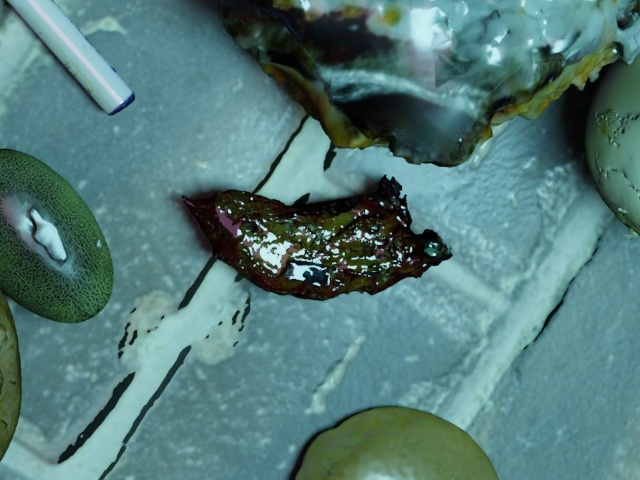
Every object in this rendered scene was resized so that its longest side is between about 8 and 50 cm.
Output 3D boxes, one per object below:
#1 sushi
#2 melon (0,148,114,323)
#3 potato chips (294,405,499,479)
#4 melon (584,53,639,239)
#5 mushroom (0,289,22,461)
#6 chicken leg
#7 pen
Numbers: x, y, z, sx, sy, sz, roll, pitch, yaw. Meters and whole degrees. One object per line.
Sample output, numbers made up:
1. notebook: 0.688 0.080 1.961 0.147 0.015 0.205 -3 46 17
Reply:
1. sushi: 0.095 -0.274 1.404 0.418 0.176 0.417 0 89 5
2. melon: -0.231 -0.002 1.424 0.099 0.099 0.162 -40 107 -5
3. potato chips: 0.074 0.248 1.542 0.195 0.062 0.208 -24 99 -10
4. melon: 0.355 -0.124 1.471 0.223 0.223 0.317 43 84 -14
5. mushroom: -0.376 0.114 1.371 0.297 0.163 0.278 -44 103 4
6. chicken leg: 0.000 0.000 1.491 0.234 0.063 0.105 -4 93 -11
7. pen: -0.248 -0.208 1.426 0.033 0.033 0.269 -42 103 -4
